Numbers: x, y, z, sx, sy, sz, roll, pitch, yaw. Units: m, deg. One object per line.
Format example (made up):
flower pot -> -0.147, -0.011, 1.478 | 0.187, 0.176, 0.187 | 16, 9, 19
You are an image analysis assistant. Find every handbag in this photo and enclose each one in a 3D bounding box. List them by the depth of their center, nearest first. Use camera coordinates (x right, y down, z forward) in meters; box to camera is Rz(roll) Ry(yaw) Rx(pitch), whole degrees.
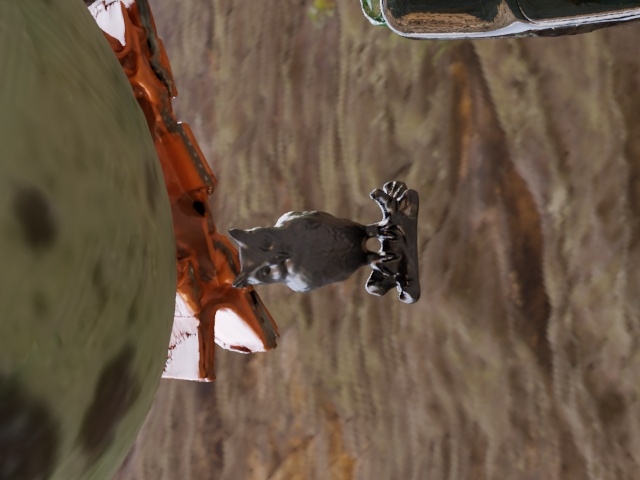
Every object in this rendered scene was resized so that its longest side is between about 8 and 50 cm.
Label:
handbag -> -0.200, -0.056, 1.447 | 0.116, 0.303, 0.410 | -24, -83, -24

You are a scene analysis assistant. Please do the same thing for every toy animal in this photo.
toy animal -> -0.004, 0.000, 1.333 | 0.210, 0.117, 0.121 | 0, -85, -24

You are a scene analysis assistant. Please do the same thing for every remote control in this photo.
remote control -> 0.137, -0.163, 0.833 | 0.042, 0.222, 0.072 | -19, -72, -58

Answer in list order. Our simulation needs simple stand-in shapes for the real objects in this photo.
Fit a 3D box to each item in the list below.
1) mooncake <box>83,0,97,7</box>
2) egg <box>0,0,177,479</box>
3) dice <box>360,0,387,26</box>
mooncake -> -0.356, -0.435, 1.759 | 0.283, 0.141, 0.283 | -6, -83, -60
egg -> -0.208, -0.015, 0.340 | 0.379, 0.287, 0.287 | 26, -140, -28
dice -> 0.116, -0.281, 1.371 | 0.120, 0.131, 0.128 | -2, -81, -32
